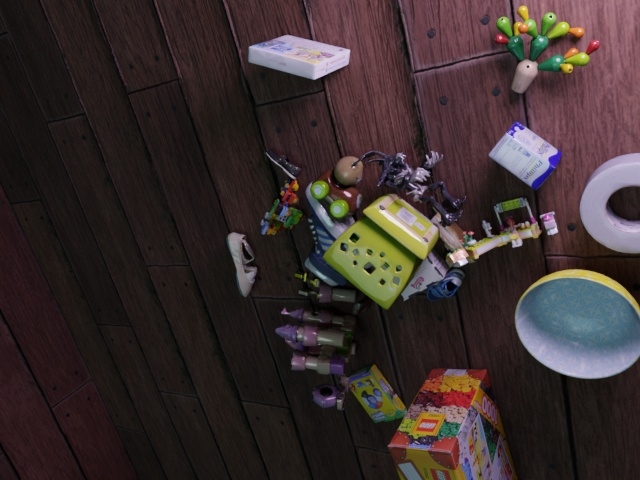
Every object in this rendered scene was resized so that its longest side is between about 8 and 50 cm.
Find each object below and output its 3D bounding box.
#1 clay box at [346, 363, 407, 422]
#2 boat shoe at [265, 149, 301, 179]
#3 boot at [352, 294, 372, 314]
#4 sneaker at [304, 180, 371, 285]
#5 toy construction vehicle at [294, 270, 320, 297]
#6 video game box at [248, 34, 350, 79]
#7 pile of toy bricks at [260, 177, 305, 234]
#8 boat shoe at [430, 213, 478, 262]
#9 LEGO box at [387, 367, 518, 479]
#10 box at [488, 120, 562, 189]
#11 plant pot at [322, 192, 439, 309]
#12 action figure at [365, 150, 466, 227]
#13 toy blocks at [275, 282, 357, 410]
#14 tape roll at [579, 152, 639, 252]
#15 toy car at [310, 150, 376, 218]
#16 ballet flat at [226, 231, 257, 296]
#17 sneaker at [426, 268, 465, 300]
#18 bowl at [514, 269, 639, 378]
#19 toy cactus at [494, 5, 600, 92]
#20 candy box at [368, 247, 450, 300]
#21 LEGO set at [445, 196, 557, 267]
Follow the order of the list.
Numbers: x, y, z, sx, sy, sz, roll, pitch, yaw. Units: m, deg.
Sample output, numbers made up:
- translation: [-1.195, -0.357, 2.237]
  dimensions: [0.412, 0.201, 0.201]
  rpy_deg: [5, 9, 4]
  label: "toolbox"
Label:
- translation: [0.198, 0.549, 1.951]
  dimensions: [0.127, 0.053, 0.222]
  rpy_deg: [-33, 94, 40]
  label: "clay box"
- translation: [-0.114, -0.244, 1.733]
  dimensions: [0.133, 0.049, 0.042]
  rpy_deg: [40, 102, 17]
  label: "boat shoe"
- translation: [0.128, 0.215, 1.776]
  dimensions: [0.037, 0.114, 0.106]
  rpy_deg: [31, 127, 16]
  label: "boot"
- translation: [0.000, 0.000, 1.731]
  dimensions: [0.236, 0.130, 0.323]
  rpy_deg: [-32, 101, 36]
  label: "sneaker"
- translation: [-0.041, 0.150, 1.908]
  dimensions: [0.098, 0.035, 0.086]
  rpy_deg: [12, 110, 25]
  label: "toy construction vehicle"
- translation: [-0.054, -0.486, 1.468]
  dimensions: [0.205, 0.187, 0.048]
  rpy_deg: [22, 124, 22]
  label: "video game box"
- translation: [-0.103, -0.086, 1.783]
  dimensions: [0.105, 0.118, 0.212]
  rpy_deg: [22, 122, -19]
  label: "pile of toy bricks"
- translation: [0.368, -0.002, 1.544]
  dimensions: [0.170, 0.063, 0.059]
  rpy_deg: [54, 133, 9]
  label: "boat shoe"
- translation: [0.423, 0.698, 1.680]
  dimensions: [0.193, 0.372, 0.500]
  rpy_deg: [-8, 111, 35]
  label: "LEGO box"
- translation: [0.485, -0.203, 1.314]
  dimensions: [0.137, 0.126, 0.072]
  rpy_deg: [39, 127, 8]
  label: "box"
- translation: [0.177, 0.010, 1.480]
  dimensions: [0.227, 0.228, 0.207]
  rpy_deg: [39, 118, 7]
  label: "plant pot"
- translation: [0.260, -0.164, 1.466]
  dimensions: [0.275, 0.164, 0.141]
  rpy_deg: [37, 139, -1]
  label: "action figure"
- translation: [-0.031, 0.332, 1.809]
  dimensions: [0.260, 0.288, 0.309]
  rpy_deg: [5, 121, 11]
  label: "toy blocks"
- translation: [0.712, -0.083, 1.267]
  dimensions: [0.219, 0.072, 0.219]
  rpy_deg: [15, 123, 25]
  label: "tape roll"
- translation: [0.088, -0.178, 1.579]
  dimensions: [0.149, 0.155, 0.188]
  rpy_deg: [44, 117, 5]
  label: "toy car"
- translation: [-0.269, 0.088, 1.993]
  dimensions: [0.086, 0.086, 0.248]
  rpy_deg: [0, 114, 33]
  label: "ballet flat"
- translation: [0.357, 0.138, 1.619]
  dimensions: [0.053, 0.059, 0.144]
  rpy_deg: [34, 132, -8]
  label: "sneaker"
- translation: [0.651, 0.181, 1.394]
  dimensions: [0.289, 0.156, 0.289]
  rpy_deg: [15, 122, 25]
  label: "bowl"
- translation: [0.477, -0.409, 1.235]
  dimensions: [0.219, 0.112, 0.180]
  rpy_deg: [24, 135, 10]
  label: "toy cactus"
- translation: [0.243, 0.041, 1.635]
  dimensions: [0.159, 0.071, 0.233]
  rpy_deg: [-36, 92, 38]
  label: "candy box"
- translation: [0.448, -0.030, 1.428]
  dimensions: [0.287, 0.132, 0.107]
  rpy_deg: [-19, 98, 16]
  label: "LEGO set"
